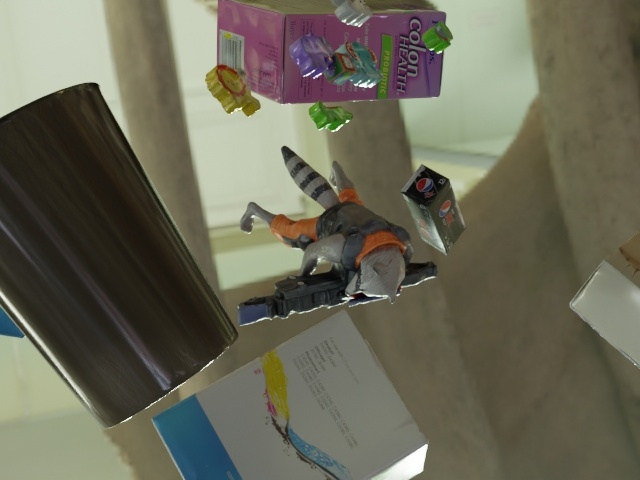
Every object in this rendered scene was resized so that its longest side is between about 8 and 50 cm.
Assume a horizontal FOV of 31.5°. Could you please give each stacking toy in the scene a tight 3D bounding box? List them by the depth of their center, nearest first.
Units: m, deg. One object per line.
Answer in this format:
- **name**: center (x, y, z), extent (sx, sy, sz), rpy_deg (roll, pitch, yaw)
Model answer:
- **stacking toy**: center (0.015, -0.179, 1.116), extent (0.167, 0.052, 0.221), rpy_deg (-34, 160, 29)

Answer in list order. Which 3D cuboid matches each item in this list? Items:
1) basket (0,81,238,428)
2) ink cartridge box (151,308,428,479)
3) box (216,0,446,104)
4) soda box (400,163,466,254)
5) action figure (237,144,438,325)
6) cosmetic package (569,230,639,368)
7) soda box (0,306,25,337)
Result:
- **basket**: center (-0.176, 0.016, 0.873), extent (0.154, 0.227, 0.204), rpy_deg (-32, -175, 16)
- **ink cartridge box**: center (-0.032, 0.253, 1.404), extent (0.270, 0.197, 0.198), rpy_deg (-30, 160, -8)
- **box**: center (0.009, -0.264, 1.542), extent (0.243, 0.117, 0.213), rpy_deg (-7, -160, -27)
- **soda box**: center (0.176, -0.047, 1.746), extent (0.053, 0.060, 0.169), rpy_deg (31, 167, 27)
- **action figure**: center (0.000, 0.000, 1.750), extent (0.341, 0.179, 0.330), rpy_deg (-17, -145, -29)
- **cosmetic package**: center (0.528, 0.051, 1.686), extent (0.160, 0.113, 0.309), rpy_deg (43, -134, 17)
- **soda box**: center (-0.359, 0.002, 1.324), extent (0.071, 0.210, 0.067), rpy_deg (8, -169, 6)
